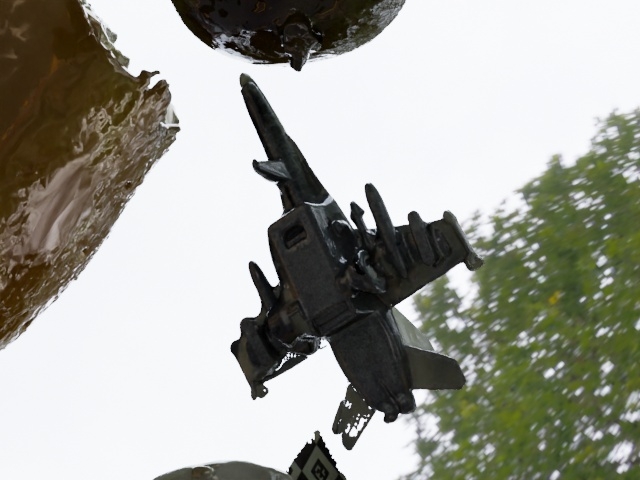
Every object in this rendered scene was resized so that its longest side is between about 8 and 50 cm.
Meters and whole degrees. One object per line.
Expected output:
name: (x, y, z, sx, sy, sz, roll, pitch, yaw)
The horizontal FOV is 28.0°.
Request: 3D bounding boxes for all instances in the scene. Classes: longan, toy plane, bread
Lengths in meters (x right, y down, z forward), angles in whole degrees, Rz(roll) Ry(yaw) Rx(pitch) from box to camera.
longan: (-0.019, -0.170, 0.790, 0.145, 0.176, 0.154, 31, -46, -30)
toy plane: (-0.005, 0.001, 0.843, 0.192, 0.088, 0.262, -34, -99, 25)
bread: (-0.296, -0.056, 1.121, 0.250, 0.361, 0.394, 31, -98, 12)

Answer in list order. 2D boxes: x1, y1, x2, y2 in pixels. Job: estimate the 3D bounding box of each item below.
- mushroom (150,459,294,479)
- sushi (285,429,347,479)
mushroom: (-0.175, 0.299, 1.297, 0.351, 0.109, 0.097, -26, -118, 27)
sushi: (-0.020, 0.327, 1.281, 0.193, 0.040, 0.210, 57, -48, 26)
